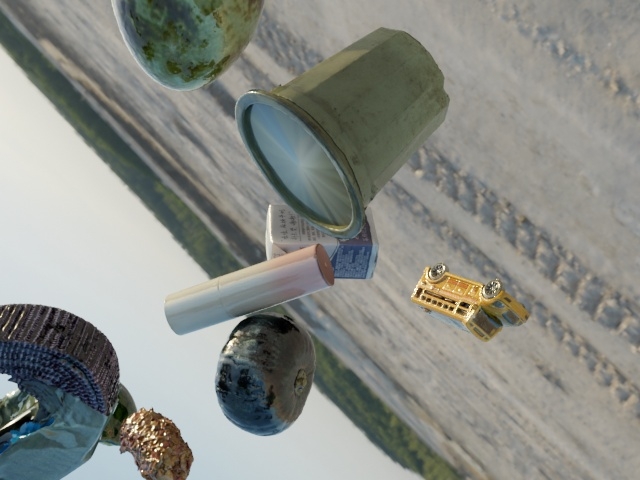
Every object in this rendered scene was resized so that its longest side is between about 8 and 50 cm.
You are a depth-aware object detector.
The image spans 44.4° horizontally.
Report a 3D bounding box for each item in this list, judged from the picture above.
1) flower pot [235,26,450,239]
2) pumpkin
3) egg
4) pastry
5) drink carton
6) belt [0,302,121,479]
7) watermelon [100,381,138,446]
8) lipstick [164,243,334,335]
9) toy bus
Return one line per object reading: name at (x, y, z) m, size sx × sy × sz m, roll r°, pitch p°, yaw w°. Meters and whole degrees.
flower pot at (0.038, -0.137, 0.945) m, size 0.212 × 0.202 × 0.212 m, roll 40°, pitch 155°, yaw 23°
pumpkin at (-0.101, 0.254, 1.491) m, size 0.163 × 0.233 × 0.233 m, roll 5°, pitch 159°, yaw 19°
egg at (-0.208, -0.376, 1.224) m, size 0.238 × 0.238 × 0.289 m, roll 42°, pitch 135°, yaw 31°
pastry at (-0.253, 0.305, 1.184) m, size 0.169 × 0.087 × 0.063 m, roll 24°, pitch 145°, yaw 46°
drink carton at (-0.001, 0.001, 1.625) m, size 0.134 × 0.222 × 0.102 m, roll -97°, pitch 12°, yaw -48°
belt at (-0.426, 0.222, 1.076) m, size 0.260 × 0.325 × 0.122 m, roll 50°, pitch -163°, yaw -24°
watermelon at (-0.434, 0.307, 1.471) m, size 0.204 × 0.127 × 0.232 m, roll 31°, pitch 164°, yaw -25°
lipstick at (-0.138, 0.097, 1.504) m, size 0.087 × 0.327 × 0.087 m, roll -19°, pitch -90°, yaw -74°
toy bus at (0.201, 0.087, 1.063) m, size 0.069 × 0.074 × 0.162 m, roll 40°, pitch 169°, yaw -33°
